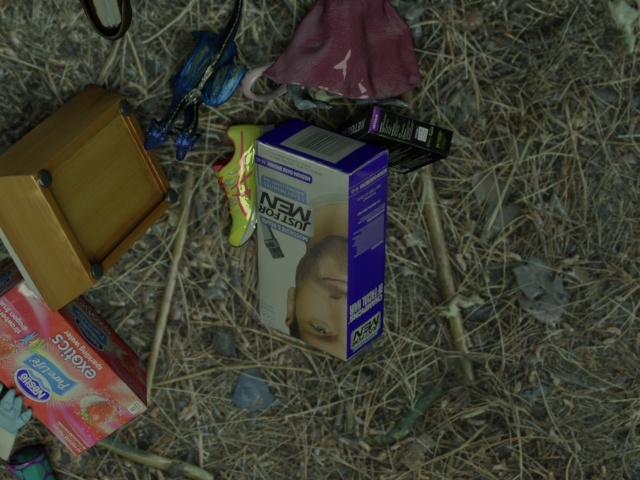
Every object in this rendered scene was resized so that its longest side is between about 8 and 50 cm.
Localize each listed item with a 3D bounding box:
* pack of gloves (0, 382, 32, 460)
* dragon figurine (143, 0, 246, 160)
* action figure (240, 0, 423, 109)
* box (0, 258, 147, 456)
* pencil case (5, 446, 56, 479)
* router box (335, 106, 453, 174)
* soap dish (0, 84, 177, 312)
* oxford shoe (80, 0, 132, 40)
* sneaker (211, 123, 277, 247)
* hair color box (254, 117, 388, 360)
[{"bbox_3d":[-0.569,0.269,1.917,0.195,0.046,0.232,35,139,-3],"label":"pack of gloves"},{"bbox_3d":[-0.167,-0.253,1.786,0.085,0.144,0.289,29,105,-20],"label":"dragon figurine"},{"bbox_3d":[0.050,-0.384,1.785,0.276,0.248,0.370,7,103,33],"label":"action figure"},{"bbox_3d":[-0.428,0.178,1.925,0.154,0.142,0.300,-34,114,7],"label":"box"},{"bbox_3d":[-0.488,0.429,2.064,0.070,0.064,0.151,-23,116,-26],"label":"pencil case"},{"bbox_3d":[0.109,-0.152,1.858,0.133,0.179,0.046,16,80,-16],"label":"router box"},{"bbox_3d":[-0.347,-0.070,1.759,0.118,0.291,0.229,-8,118,33],"label":"soap dish"},{"bbox_3d":[-0.325,-0.397,1.727,0.083,0.096,0.227,-20,113,1],"label":"oxford shoe"},{"bbox_3d":[-0.130,-0.092,1.904,0.094,0.081,0.208,11,104,-6],"label":"sneaker"},{"bbox_3d":[0.000,0.000,1.867,0.110,0.185,0.338,-35,135,-41],"label":"hair color box"}]
